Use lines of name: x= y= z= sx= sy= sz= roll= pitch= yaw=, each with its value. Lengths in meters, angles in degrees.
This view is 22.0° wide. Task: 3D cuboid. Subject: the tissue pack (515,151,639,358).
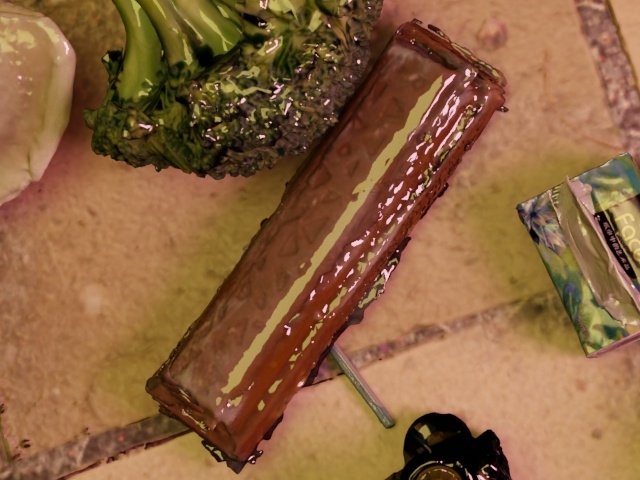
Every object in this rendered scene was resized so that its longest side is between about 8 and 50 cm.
tissue pack: x=0.186 y=0.010 z=1.058 sx=0.085 sy=0.079 sz=0.111 roll=-26 pitch=78 yaw=12

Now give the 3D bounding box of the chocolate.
chocolate: x=0.001 y=0.001 z=1.112 sx=0.102 sy=0.065 sz=0.329 roll=35 pitch=91 yaw=14

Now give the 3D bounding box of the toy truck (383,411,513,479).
toy truck: x=0.025 y=0.225 z=1.064 sx=0.257 sy=0.127 sz=0.127 roll=-40 pitch=90 yaw=8

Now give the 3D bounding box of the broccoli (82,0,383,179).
broccoli: x=-0.056 y=-0.131 z=1.074 sx=0.176 sy=0.226 sz=0.198 roll=21 pitch=64 yaw=5

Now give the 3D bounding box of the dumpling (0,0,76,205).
dumpling: x=-0.260 y=-0.097 z=1.180 sx=0.215 sy=0.126 sz=0.167 roll=-5 pitch=99 yaw=12

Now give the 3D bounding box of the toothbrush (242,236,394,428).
toothbrush: x=-0.002 y=0.064 z=1.142 sx=0.014 sy=0.011 sz=0.167 roll=-41 pitch=75 yaw=13
